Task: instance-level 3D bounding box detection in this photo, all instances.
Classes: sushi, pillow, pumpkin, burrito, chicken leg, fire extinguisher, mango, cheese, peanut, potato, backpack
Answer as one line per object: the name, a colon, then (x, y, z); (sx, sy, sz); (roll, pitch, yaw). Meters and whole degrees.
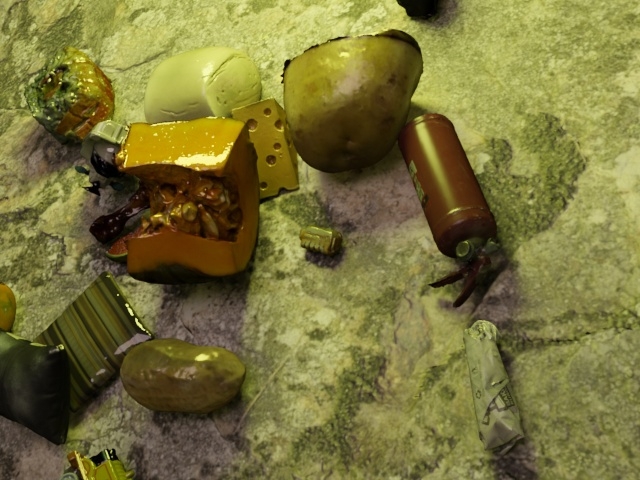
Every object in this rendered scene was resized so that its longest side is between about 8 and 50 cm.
sushi: (-0.581, -0.326, 2.024); (0.184, 0.139, 0.274); (-36, 44, 6)
pillow: (-0.441, 0.192, 1.676); (0.212, 0.052, 0.208); (-43, 55, 0)
pumpkin: (-0.240, -0.072, 1.597); (0.225, 0.256, 0.303); (1, 103, 9)
burrito: (0.253, 0.211, 1.285); (0.064, 0.064, 0.203); (-18, 55, 18)
pillow: (-0.555, 0.266, 1.630); (0.249, 0.106, 0.186); (6, 98, 41)
chicken leg: (-0.349, -0.090, 1.783); (0.304, 0.113, 0.093); (-39, 76, 11)
fire extinguisher: (0.207, -0.048, 1.453); (0.147, 0.106, 0.337); (-42, 45, 32)
mango: (-0.687, 0.162, 1.811); (0.111, 0.089, 0.163); (-27, 60, 26)
cheese: (-0.099, -0.171, 1.709); (0.093, 0.126, 0.171); (-15, 73, 13)
peanut: (-0.234, 0.234, 1.496); (0.224, 0.129, 0.129); (6, 63, 21)
potato: (0.052, -0.239, 1.590); (0.285, 0.242, 0.243); (-6, 58, 21)
backpack: (0.183, -0.533, 1.728); (0.105, 0.165, 0.120); (13, 63, 45)

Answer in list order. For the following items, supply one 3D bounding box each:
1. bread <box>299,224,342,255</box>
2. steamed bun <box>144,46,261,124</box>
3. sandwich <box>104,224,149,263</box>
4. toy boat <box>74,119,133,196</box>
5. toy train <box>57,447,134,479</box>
bread: (0.000, 0.000, 1.572); (0.088, 0.033, 0.049); (11, 81, 38)
steamed bun: (-0.238, -0.311, 1.782); (0.200, 0.155, 0.250); (-8, 32, 27)
sandwich: (-0.379, 0.008, 1.776); (0.135, 0.029, 0.067); (-32, 45, 8)
toy boat: (-0.434, -0.167, 1.805); (0.269, 0.140, 0.141); (-26, 40, 61)
toy train: (-0.362, 0.432, 1.464); (0.127, 0.089, 0.219); (-32, 49, -6)
